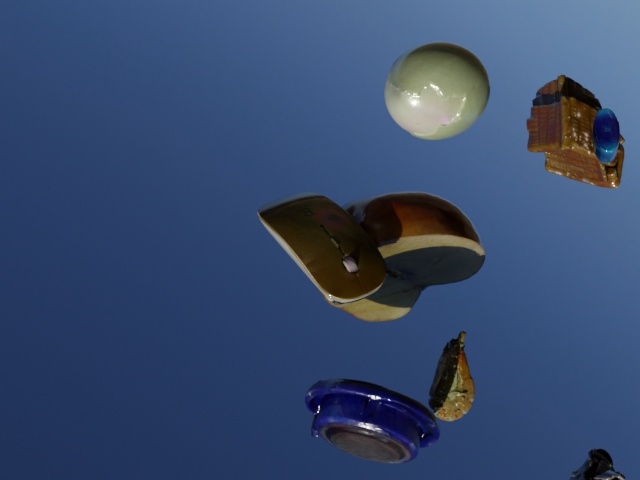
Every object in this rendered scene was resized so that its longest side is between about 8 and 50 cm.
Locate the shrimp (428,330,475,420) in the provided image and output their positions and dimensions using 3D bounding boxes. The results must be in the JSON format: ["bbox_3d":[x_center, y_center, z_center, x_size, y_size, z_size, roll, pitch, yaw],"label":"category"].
[{"bbox_3d":[0.269,0.272,1.824,0.092,0.184,0.043,6,178,4],"label":"shrimp"}]

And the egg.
[{"bbox_3d":[0.206,-0.277,1.667,0.217,0.183,0.183,-4,-126,-46],"label":"egg"}]

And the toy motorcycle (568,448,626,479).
[{"bbox_3d":[0.624,0.528,2.012,0.082,0.122,0.213,38,175,-1],"label":"toy motorcycle"}]

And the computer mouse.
[{"bbox_3d":[0.000,0.000,1.781,0.158,0.071,0.310,-21,-130,-27],"label":"computer mouse"}]

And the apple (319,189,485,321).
[{"bbox_3d":[0.163,0.039,1.999,0.295,0.328,0.365,25,-177,44],"label":"apple"}]

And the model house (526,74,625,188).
[{"bbox_3d":[0.561,-0.247,1.983,0.229,0.220,0.199,42,-120,-61],"label":"model house"}]

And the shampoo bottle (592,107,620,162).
[{"bbox_3d":[0.557,-0.201,1.768,0.183,0.050,0.087,9,-105,-73],"label":"shampoo bottle"}]

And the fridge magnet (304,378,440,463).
[{"bbox_3d":[0.095,0.342,1.714,0.266,0.265,0.112,28,-120,-18],"label":"fridge magnet"}]
